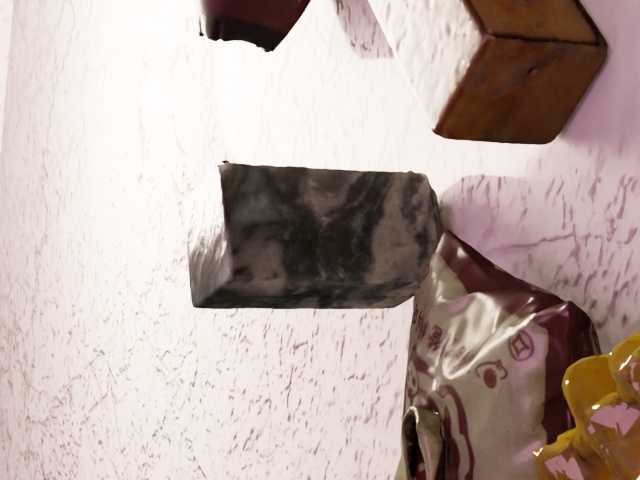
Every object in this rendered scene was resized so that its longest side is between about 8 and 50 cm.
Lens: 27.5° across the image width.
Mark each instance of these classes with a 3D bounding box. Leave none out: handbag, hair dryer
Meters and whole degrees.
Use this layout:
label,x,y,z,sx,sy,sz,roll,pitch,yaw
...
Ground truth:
label,x,y,z,sx,sy,sz,roll,pitch,yaw
handbag,0.114,0.123,0.795,0.213,0.127,0.235,-147,50,-68
hair dryer,-0.064,-0.336,1.245,0.340,0.123,0.312,-151,75,-73

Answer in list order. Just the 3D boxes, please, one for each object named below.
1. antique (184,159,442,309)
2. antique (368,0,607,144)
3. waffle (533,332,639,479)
label,x,y,z,sx,sy,sz,roll,pitch,yaw
antique,0.000,0.000,0.967,0.086,0.183,0.088,143,124,-59
antique,0.083,-0.202,0.904,0.087,0.093,0.310,116,145,-42
waffle,0.213,0.152,0.560,0.324,0.151,0.261,-42,48,53
